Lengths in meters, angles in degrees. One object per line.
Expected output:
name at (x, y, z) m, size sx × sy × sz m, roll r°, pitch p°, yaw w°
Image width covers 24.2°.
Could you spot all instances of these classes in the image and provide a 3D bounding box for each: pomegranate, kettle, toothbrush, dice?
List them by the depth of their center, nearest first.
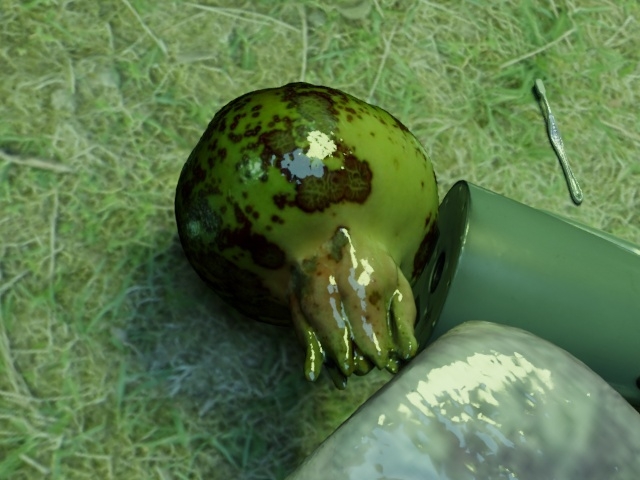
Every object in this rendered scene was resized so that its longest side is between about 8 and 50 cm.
dice at (0.107, 0.243, 1.098) m, size 0.270 × 0.270 × 0.271 m, roll -40°, pitch 80°, yaw -24°
pomegranate at (0.009, -0.013, 1.195) m, size 0.222 × 0.276 × 0.204 m, roll 15°, pitch 100°, yaw -32°
kettle at (0.207, 0.047, 1.290) m, size 0.243 × 0.160 × 0.211 m, roll 17°, pitch 29°, yaw -9°
toothbrush at (0.225, -0.095, 1.416) m, size 0.011 × 0.013 × 0.131 m, roll -14°, pitch 71°, yaw -6°
